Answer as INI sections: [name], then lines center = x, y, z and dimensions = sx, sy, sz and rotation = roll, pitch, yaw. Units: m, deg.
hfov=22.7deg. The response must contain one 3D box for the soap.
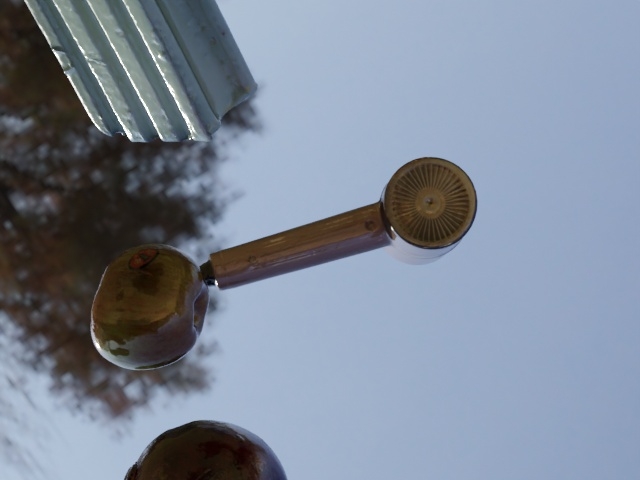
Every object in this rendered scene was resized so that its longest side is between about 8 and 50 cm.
[soap]
center = -0.170, -0.212, 1.329
dimensions = 0.150, 0.261, 0.094
rotation = 5, -138, 41

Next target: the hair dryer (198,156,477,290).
[hair dryer]
center = 0.000, 0.000, 1.799
dimensions = 0.344, 0.106, 0.189
rotation = -15, 175, -4

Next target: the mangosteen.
[mangosteen]
center = -0.103, 0.320, 1.817
dimensions = 0.215, 0.258, 0.215
rotation = -162, -90, -78

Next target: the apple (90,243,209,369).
[apple]
center = -0.165, 0.068, 1.559
dimensions = 0.102, 0.126, 0.126
rotation = 12, -141, 7
